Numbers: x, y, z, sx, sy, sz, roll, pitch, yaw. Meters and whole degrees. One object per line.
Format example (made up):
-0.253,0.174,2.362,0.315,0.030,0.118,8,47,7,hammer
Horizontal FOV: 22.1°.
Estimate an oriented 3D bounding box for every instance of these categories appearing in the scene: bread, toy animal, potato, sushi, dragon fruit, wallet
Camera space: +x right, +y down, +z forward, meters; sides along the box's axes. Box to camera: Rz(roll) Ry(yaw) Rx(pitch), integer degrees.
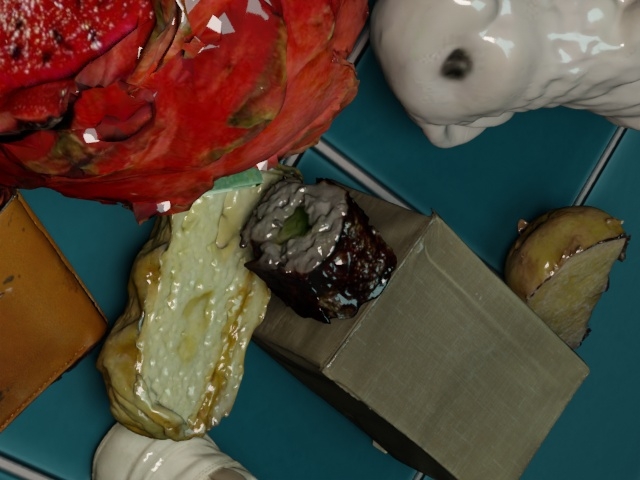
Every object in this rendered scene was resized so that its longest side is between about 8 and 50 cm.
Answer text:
-0.097,0.034,1.223,0.128,0.088,0.232,22,83,-52,bread
0.192,-0.168,1.298,0.357,0.258,0.193,-10,89,-23,toy animal
0.203,0.028,1.491,0.101,0.089,0.172,-19,148,-20,potato
0.000,0.001,1.200,0.098,0.094,0.084,-58,135,-18,sushi
-0.111,-0.163,0.991,0.302,0.296,0.295,-5,111,-41,dragon fruit
-0.251,0.073,1.140,0.195,0.042,0.161,-47,138,-21,wallet

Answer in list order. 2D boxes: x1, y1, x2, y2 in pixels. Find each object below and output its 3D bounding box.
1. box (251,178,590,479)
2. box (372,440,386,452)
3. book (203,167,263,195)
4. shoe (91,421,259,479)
0.074,0.081,1.323,0.231,0.149,0.155,41,78,-36,box
0.120,0.131,1.486,0.167,0.024,0.090,-11,114,-36,box
-0.101,-0.096,1.161,0.103,0.017,0.135,-11,82,-36,book
-0.060,0.270,1.304,0.124,0.159,0.316,-42,127,-21,shoe
